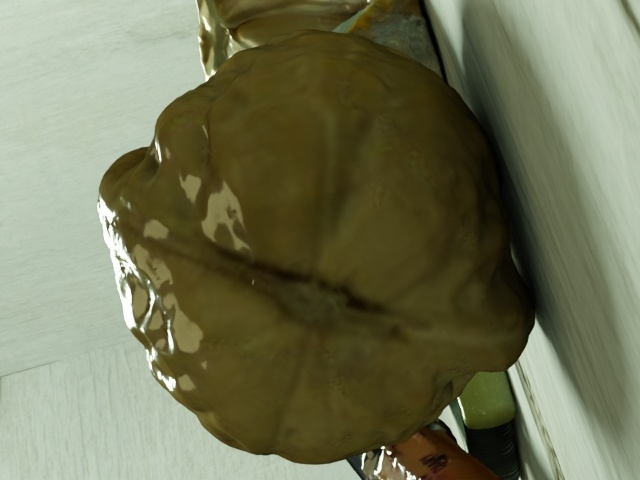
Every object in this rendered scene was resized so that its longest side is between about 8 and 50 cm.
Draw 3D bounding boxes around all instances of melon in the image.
[{"bbox_3d":[0.033,-0.086,1.156,0.139,0.202,0.093,41,155,5],"label":"melon"}]

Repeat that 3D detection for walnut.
[{"bbox_3d":[0.000,0.000,0.983,0.257,0.257,0.224,-104,30,-75],"label":"walnut"}]

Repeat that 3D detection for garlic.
[{"bbox_3d":[0.000,-0.167,1.537,0.143,0.178,0.229,-14,-72,-59],"label":"garlic"}]

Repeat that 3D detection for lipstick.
[{"bbox_3d":[0.081,0.173,1.307,0.418,0.077,0.077,-150,43,-75],"label":"lipstick"}]

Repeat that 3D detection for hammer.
[{"bbox_3d":[0.131,0.152,1.418,0.226,0.041,0.159,72,180,-60],"label":"hammer"}]
